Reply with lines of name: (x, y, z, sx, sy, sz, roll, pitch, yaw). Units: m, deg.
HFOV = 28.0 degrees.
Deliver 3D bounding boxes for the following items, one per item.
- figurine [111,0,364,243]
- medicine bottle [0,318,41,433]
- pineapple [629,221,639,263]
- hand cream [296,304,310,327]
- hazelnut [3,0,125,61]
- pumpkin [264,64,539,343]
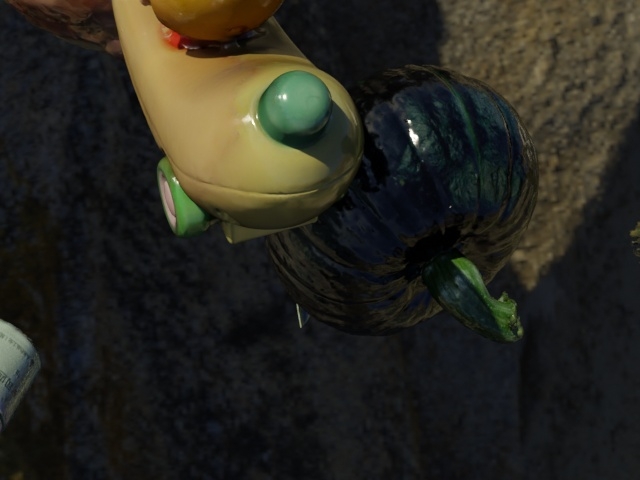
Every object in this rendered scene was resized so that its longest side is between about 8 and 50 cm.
figurine: (-0.069, -0.141, 0.854, 0.124, 0.222, 0.324, -16, 52, -14)
medicine bottle: (-0.442, 0.189, 1.601, 0.135, 0.135, 0.168, 51, 46, -29)
pineapple: (0.420, -0.017, 0.992, 0.175, 0.361, 0.175, -18, 115, -45)
hand cream: (0.000, 0.000, 1.308, 0.312, 0.070, 0.111, -38, 122, -74)
hazelnut: (-0.208, -0.276, 1.109, 0.261, 0.241, 0.261, 58, 7, -11)
pumpkin: (0.085, -0.011, 1.067, 0.248, 0.248, 0.248, 11, 75, -47)
